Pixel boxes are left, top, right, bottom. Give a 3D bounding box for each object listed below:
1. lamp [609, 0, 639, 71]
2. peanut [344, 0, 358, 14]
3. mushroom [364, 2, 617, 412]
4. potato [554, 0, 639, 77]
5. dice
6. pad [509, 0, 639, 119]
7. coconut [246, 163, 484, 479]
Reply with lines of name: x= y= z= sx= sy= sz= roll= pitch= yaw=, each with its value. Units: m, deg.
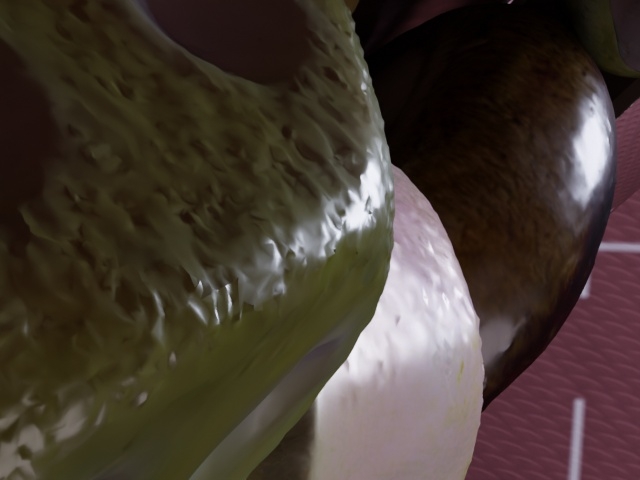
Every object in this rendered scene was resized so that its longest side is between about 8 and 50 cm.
lamp: x=0.232 y=-0.209 z=0.759 sx=0.247 sy=0.247 sz=0.301 roll=0 pitch=-142 yaw=28
peanut: x=-0.002 y=-0.150 z=0.547 sx=0.147 sy=0.147 sz=0.319 roll=-35 pitch=165 yaw=-31
mushroom: x=0.016 y=0.019 z=1.097 sx=0.345 sy=0.239 sz=0.345 roll=-23 pitch=179 yaw=0
potato: x=0.229 y=-0.201 z=1.127 sx=0.174 sy=0.159 sz=0.251 roll=-24 pitch=-152 yaw=51
dice: x=-0.138 y=0.006 z=0.460 sx=0.238 sy=0.227 sz=0.233 roll=-50 pitch=169 yaw=34
pad: x=0.190 y=-0.151 z=1.280 sx=0.266 sy=0.176 sz=0.002 roll=-44 pitch=125 yaw=13
coconut: x=-0.087 y=0.071 z=0.800 sx=0.297 sy=0.297 sz=0.309 roll=-44 pitch=168 yaw=13
